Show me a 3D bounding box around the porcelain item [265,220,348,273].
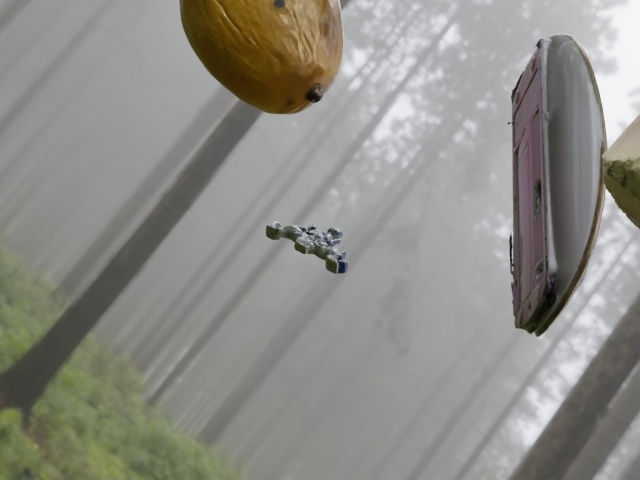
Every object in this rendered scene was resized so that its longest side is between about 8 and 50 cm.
[{"bbox_3d":[0.000,0.000,1.454,0.136,0.075,0.021,28,-54,36],"label":"porcelain item"}]

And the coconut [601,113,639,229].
[{"bbox_3d":[0.288,-0.056,0.784,0.147,0.153,0.147,47,2,-2],"label":"coconut"}]

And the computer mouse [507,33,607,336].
[{"bbox_3d":[0.236,-0.057,1.129,0.072,0.310,0.158,7,-26,-4],"label":"computer mouse"}]

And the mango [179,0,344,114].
[{"bbox_3d":[-0.083,-0.304,1.340,0.144,0.187,0.359,63,6,-69],"label":"mango"}]
